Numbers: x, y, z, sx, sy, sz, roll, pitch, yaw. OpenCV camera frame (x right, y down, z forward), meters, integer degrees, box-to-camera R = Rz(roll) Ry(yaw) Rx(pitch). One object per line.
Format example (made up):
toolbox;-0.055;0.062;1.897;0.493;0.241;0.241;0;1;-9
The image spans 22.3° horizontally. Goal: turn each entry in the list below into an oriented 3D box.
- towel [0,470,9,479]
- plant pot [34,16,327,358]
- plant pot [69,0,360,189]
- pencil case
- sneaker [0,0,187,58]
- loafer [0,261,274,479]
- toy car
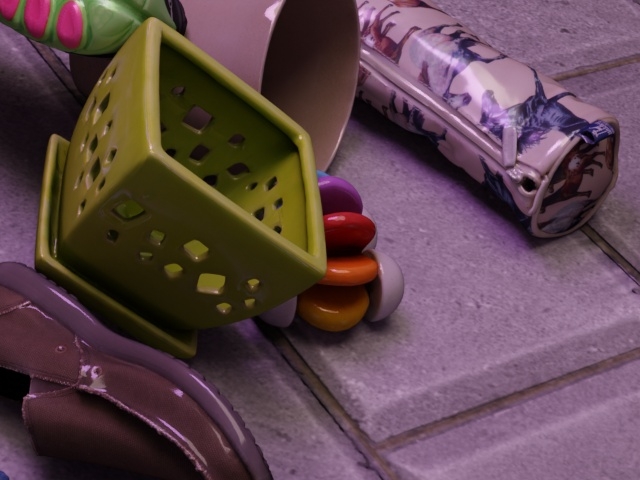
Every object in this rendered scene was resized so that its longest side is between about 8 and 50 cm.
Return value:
towel;-0.307;0.234;1.365;0.067;0.029;0.119;14;38;-2
plant pot;-0.147;-0.036;1.562;0.227;0.207;0.228;35;30;-30
plant pot;-0.131;-0.197;1.805;0.274;0.256;0.256;11;35;23
pencil case;0.154;-0.171;1.896;0.410;0.160;0.183;37;17;25
sneaker;-0.333;-0.310;1.722;0.483;0.185;0.202;39;4;28
loafer;-0.194;0.157;1.441;0.366;0.133;0.130;28;64;31
toy car;0.000;0.000;1.661;0.159;0.136;0.182;-4;42;-21
